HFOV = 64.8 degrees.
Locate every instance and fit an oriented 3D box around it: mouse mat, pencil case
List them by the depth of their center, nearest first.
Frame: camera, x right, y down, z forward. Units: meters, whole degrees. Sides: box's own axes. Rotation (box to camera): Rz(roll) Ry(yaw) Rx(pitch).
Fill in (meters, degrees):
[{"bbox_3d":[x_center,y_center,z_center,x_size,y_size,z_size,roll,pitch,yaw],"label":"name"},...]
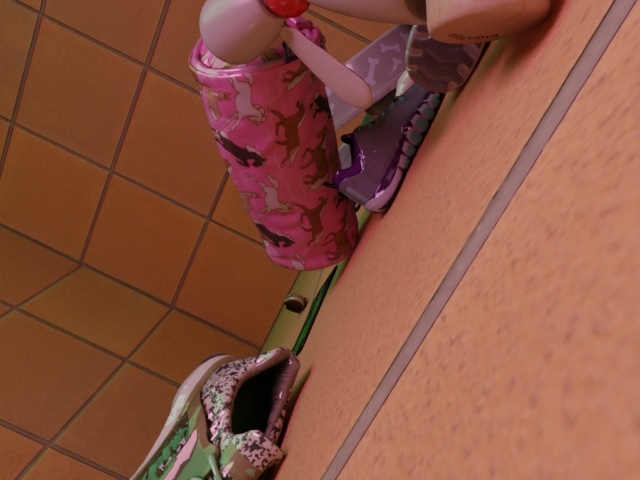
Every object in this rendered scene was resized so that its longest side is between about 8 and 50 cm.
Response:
[{"bbox_3d":[-0.046,-0.122,0.731,0.386,0.167,0.160,75,-155,-45],"label":"pencil case"},{"bbox_3d":[-0.019,0.149,0.979,0.152,0.007,0.189,119,175,-58],"label":"mouse mat"}]

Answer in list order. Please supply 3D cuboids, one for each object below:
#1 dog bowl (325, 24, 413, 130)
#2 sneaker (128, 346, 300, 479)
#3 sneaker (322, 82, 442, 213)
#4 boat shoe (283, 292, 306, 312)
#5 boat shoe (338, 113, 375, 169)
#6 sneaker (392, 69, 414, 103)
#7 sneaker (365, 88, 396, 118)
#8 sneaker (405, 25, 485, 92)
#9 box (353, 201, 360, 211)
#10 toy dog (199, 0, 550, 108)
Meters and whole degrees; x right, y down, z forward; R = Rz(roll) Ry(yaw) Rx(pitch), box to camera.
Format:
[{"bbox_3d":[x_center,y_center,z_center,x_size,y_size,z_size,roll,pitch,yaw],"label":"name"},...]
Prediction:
[{"bbox_3d":[0.095,-0.367,1.156,0.349,0.102,0.349,-35,13,9],"label":"dog bowl"},{"bbox_3d":[-0.123,0.265,0.542,0.182,0.158,0.410,-41,21,36],"label":"sneaker"},{"bbox_3d":[0.088,-0.152,0.675,0.223,0.098,0.083,-64,2,-9],"label":"sneaker"},{"bbox_3d":[-0.063,0.158,1.335,0.153,0.056,0.048,98,-168,-73],"label":"boat shoe"},{"bbox_3d":[0.130,-0.276,1.455,0.094,0.109,0.302,-43,-6,-48],"label":"boat shoe"},{"bbox_3d":[0.148,-0.226,0.890,0.161,0.057,0.075,120,159,-49],"label":"sneaker"},{"bbox_3d":[0.165,-0.323,1.192,0.095,0.090,0.235,-47,12,21],"label":"sneaker"},{"bbox_3d":[0.163,-0.301,0.518,0.115,0.105,0.281,-67,4,-59],"label":"sneaker"},{"bbox_3d":[0.088,-0.099,1.153,0.067,0.018,0.083,-64,2,-4],"label":"box"},{"bbox_3d":[0.053,-0.230,0.446,0.161,0.334,0.220,-5,-67,-50],"label":"toy dog"}]
